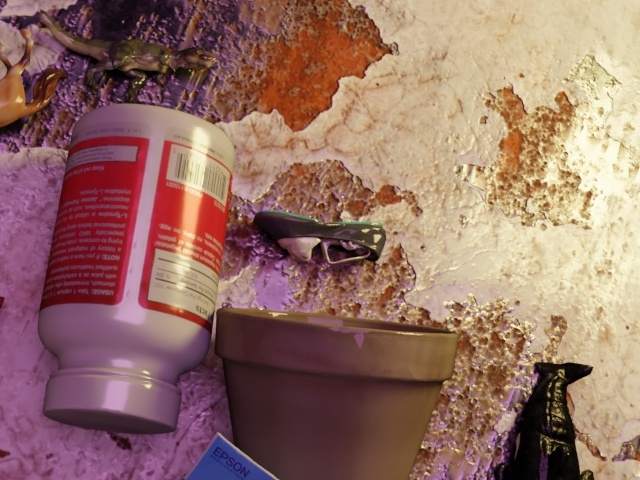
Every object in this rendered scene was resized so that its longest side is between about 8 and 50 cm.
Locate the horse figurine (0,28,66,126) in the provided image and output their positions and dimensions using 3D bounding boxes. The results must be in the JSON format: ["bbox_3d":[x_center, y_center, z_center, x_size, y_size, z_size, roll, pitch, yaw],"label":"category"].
[{"bbox_3d":[-0.495,-0.216,1.706,0.263,0.066,0.174,-1,68,-12],"label":"horse figurine"}]

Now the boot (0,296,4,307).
[{"bbox_3d":[-0.525,0.048,1.608,0.176,0.088,0.244,-13,85,-18],"label":"boot"}]

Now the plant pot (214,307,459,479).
[{"bbox_3d":[0.007,0.241,1.588,0.323,0.323,0.280,7,88,-12],"label":"plant pot"}]

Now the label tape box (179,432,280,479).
[{"bbox_3d":[-0.104,0.416,1.474,0.249,0.115,0.347,35,109,3],"label":"label tape box"}]

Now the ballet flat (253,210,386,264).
[{"bbox_3d":[0.000,0.000,1.764,0.203,0.074,0.074,6,72,-15],"label":"ballet flat"}]

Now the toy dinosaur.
[{"bbox_3d":[-0.294,-0.259,1.775,0.268,0.064,0.118,12,64,-8],"label":"toy dinosaur"}]

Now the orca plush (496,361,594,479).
[{"bbox_3d":[0.355,0.309,1.739,0.151,0.102,0.287,25,69,-6],"label":"orca plush"}]

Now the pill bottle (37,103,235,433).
[{"bbox_3d":[-0.249,0.043,1.600,0.229,0.229,0.407,10,71,-11],"label":"pill bottle"}]
